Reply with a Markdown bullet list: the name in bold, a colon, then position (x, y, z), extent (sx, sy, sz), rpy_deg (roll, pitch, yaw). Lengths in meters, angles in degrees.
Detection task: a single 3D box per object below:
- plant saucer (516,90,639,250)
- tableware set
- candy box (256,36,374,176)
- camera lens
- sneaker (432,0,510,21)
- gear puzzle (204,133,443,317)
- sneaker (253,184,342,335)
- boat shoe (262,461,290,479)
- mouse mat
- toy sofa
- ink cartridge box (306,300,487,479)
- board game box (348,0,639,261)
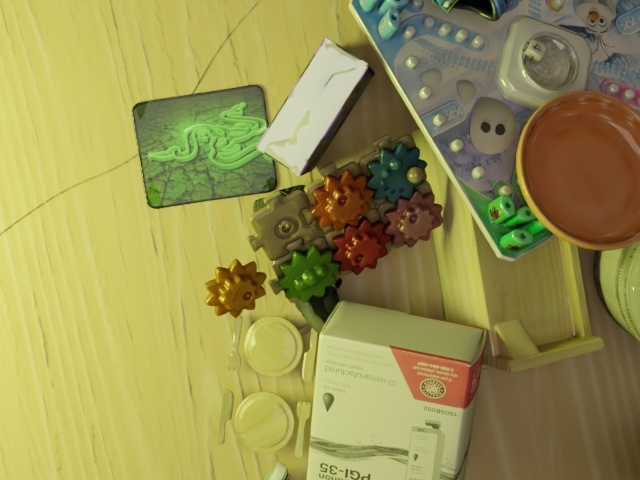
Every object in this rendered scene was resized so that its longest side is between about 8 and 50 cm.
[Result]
- **plant saucer**: position (0.325, -0.082, 1.447), extent (0.200, 0.037, 0.200), rpy_deg (4, 75, -15)
- **tableware set**: position (-0.068, 0.203, 1.701), extent (0.128, 0.039, 0.194), rpy_deg (8, 91, 13)
- **candy box**: position (-0.003, -0.173, 1.575), extent (0.070, 0.196, 0.165), rpy_deg (33, 97, 1)
- **camera lens**: position (0.481, 0.048, 1.544), extent (0.219, 0.274, 0.219), rpy_deg (0, 96, 2)
- **sneaker**: position (0.135, -0.328, 1.439), extent (0.209, 0.069, 0.082), rpy_deg (23, 60, -11)
- **gear puzzle**: position (0.000, 0.000, 1.552), extent (0.339, 0.044, 0.175), rpy_deg (-28, 127, -6)
- **sneaker**: position (0.009, 0.025, 1.652), extent (0.130, 0.087, 0.227), rpy_deg (-24, 90, 11)
- **boat shoe**: position (-0.067, 0.407, 1.712), extent (0.083, 0.065, 0.183), rpy_deg (26, 103, -2)
- **mouse mat**: position (-0.163, -0.130, 1.682), extent (0.190, 0.007, 0.152), rpy_deg (-9, 96, 2)
- **toy sofa**: position (0.252, -0.013, 1.626), extent (0.150, 0.177, 0.362), rpy_deg (-12, 95, -20)
- **ink cartridge box**: position (0.098, 0.244, 1.605), extent (0.207, 0.117, 0.283), rpy_deg (10, 114, 13)
- **board game box**: position (0.291, -0.227, 1.524), extent (0.390, 0.050, 0.390), rpy_deg (-28, 84, -21)
